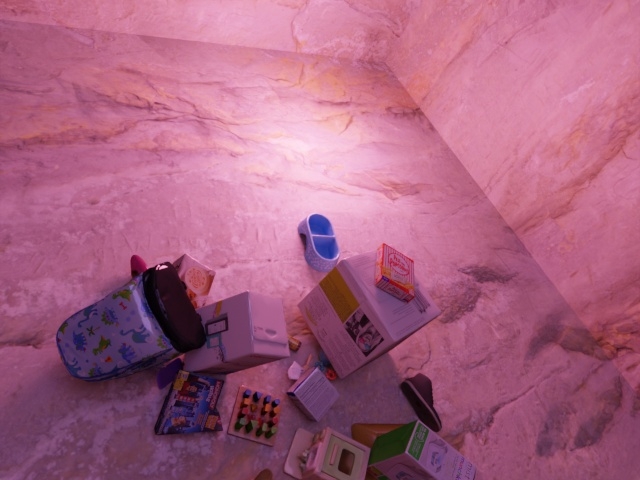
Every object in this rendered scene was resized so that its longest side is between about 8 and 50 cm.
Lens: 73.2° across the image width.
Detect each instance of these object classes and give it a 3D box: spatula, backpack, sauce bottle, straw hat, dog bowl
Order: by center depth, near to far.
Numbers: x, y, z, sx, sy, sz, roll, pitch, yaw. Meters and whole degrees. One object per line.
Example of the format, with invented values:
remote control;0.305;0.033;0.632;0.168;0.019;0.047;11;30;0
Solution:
backpack;-0.574;0.266;1.271;0.290;0.356;0.273;66;16;2
straw hat;-0.206;0.746;1.286;0.061;0.144;0.144;4;38;28
spatula;-0.439;0.372;1.453;0.030;0.084;0.296;14;36;19
sauce bottle;-0.135;0.374;1.633;0.128;0.042;0.042;28;47;-7
dog bowl;0.000;0.000;1.978;0.166;0.074;0.297;3;55;-28

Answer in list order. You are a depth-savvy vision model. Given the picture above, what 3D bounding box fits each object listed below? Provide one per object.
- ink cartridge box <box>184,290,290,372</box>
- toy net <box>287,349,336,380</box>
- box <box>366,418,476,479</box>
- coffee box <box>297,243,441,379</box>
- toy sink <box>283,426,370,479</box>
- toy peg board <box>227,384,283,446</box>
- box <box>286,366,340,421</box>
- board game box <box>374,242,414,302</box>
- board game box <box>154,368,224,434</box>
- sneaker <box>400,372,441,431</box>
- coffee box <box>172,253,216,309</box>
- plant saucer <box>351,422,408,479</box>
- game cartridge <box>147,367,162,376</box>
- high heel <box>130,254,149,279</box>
ink cartridge box;-0.270;0.306;1.395;0.198;0.270;0.197;31;44;-56
toy net;-0.022;0.485;1.612;0.232;0.045;0.122;-14;66;-35
box;0.307;0.712;1.360;0.231;0.262;0.127;40;47;2
coffee box;0.182;0.267;1.664;0.338;0.334;0.338;-12;62;-46
toy sink;0.023;0.711;1.398;0.234;0.131;0.152;29;46;-6
toy peg board;-0.201;0.568;1.420;0.161;0.079;0.160;23;48;-13
box;-0.025;0.539;1.514;0.126;0.072;0.137;-40;94;-31
board game box;0.272;0.116;1.575;0.147;0.045;0.193;29;39;-15
board game box;-0.380;0.511;1.331;0.194;0.060;0.194;23;79;-23
sneaker;0.430;0.637;1.720;0.118;0.083;0.222;-16;64;-38
coffee box;-0.480;0.191;1.513;0.141;0.098;0.246;38;42;-28
plant saucer;0.290;0.807;1.512;0.333;0.081;0.332;10;51;-23
game cartridge;-0.544;0.399;1.371;0.083;0.056;0.017;33;39;1
high heel;-0.643;0.164;1.483;0.117;0.082;0.244;-10;74;-46
